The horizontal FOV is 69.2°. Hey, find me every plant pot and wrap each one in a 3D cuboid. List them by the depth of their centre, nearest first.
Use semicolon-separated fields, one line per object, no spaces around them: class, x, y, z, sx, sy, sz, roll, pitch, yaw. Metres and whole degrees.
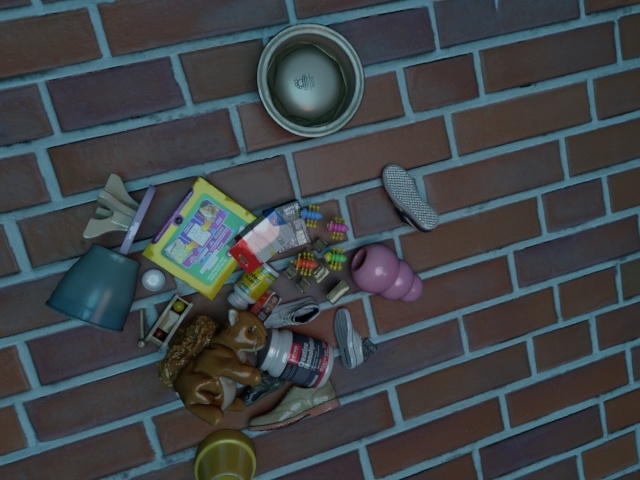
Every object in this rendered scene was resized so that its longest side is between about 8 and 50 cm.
plant pot;-0.783;0.159;1.665;0.271;0.271;0.255;26;78;-14
plant pot;-0.379;0.930;1.849;0.253;0.239;0.254;-1;97;-11

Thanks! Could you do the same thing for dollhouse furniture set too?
dollhouse furniture set;0.004;0.142;1.901;0.212;0.161;0.242;-43;81;-4

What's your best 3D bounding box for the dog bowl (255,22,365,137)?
dog bowl;-0.045;-0.593;1.765;0.407;0.150;0.409;-2;98;-11

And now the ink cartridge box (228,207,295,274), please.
ink cartridge box;-0.226;0.002;1.743;0.231;0.078;0.134;-41;113;-8

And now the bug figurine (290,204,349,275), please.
bug figurine;0.000;0.000;1.792;0.216;0.072;0.279;6;85;-3

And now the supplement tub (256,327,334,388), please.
supplement tub;-0.099;0.471;1.868;0.272;0.191;0.191;21;93;-16

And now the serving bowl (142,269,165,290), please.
serving bowl;-0.645;0.152;1.799;0.083;0.027;0.084;-1;97;-12

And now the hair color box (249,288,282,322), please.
hair color box;-0.226;0.268;1.865;0.141;0.043;0.072;-53;139;-14

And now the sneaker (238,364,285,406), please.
sneaker;-0.269;0.589;1.907;0.227;0.087;0.130;-29;100;-10

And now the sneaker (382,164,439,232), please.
sneaker;0.356;-0.161;1.928;0.126;0.127;0.321;-30;78;-12

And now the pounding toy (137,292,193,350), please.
pounding toy;-0.619;0.308;1.760;0.154;0.154;0.270;36;89;-14

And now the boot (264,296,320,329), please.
boot;-0.125;0.303;1.877;0.258;0.123;0.095;-23;101;-8

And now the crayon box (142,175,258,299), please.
crayon box;-0.438;-0.011;1.781;0.313;0.106;0.363;37;88;-16

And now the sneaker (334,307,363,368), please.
sneaker;0.124;0.410;1.971;0.091;0.094;0.258;-9;93;-43

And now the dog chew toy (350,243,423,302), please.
dog chew toy;0.287;0.151;1.914;0.331;0.206;0.207;29;91;-22

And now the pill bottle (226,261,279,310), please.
pill bottle;-0.269;0.175;1.834;0.117;0.117;0.208;42;88;-14

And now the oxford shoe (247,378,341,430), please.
oxford shoe;-0.121;0.694;1.949;0.396;0.140;0.147;-17;70;-4

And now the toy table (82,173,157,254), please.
toy table;-0.715;-0.101;1.656;0.160;0.252;0.275;24;54;-20

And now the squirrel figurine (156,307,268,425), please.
squirrel figurine;-0.388;0.408;1.707;0.396;0.281;0.371;22;85;19

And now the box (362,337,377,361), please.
box;0.198;0.476;2.021;0.067;0.018;0.083;43;88;-14

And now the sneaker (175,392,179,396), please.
sneaker;-0.455;0.587;1.839;0.237;0.086;0.085;-3;102;-9

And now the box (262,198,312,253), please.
box;-0.133;-0.057;1.852;0.147;0.077;0.180;-21;101;-9
